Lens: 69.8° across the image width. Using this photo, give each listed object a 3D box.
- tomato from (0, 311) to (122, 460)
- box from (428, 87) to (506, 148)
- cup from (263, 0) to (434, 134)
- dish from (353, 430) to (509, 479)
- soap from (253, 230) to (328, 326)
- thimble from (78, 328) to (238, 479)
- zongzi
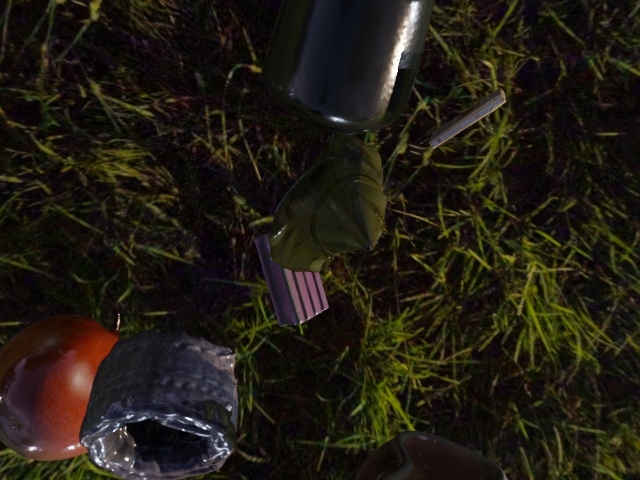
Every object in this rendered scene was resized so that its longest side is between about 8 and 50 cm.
[{"bbox_3d":[-0.463,0.264,0.833,0.255,0.224,0.256,5,109,15],"label":"tomato"},{"bbox_3d":[0.155,-0.129,0.486,0.083,0.046,0.012,-31,102,30],"label":"box"},{"bbox_3d":[0.026,-0.238,0.512,0.169,0.223,0.177,4,132,-14],"label":"cup"},{"bbox_3d":[0.091,0.228,0.372,0.213,0.213,0.090,8,96,-9],"label":"dish"},{"bbox_3d":[-0.061,0.072,0.991,0.065,0.122,0.203,-14,94,36],"label":"soap"},{"bbox_3d":[-0.156,0.167,0.465,0.150,0.098,0.150,-4,129,-5],"label":"thimble"},{"bbox_3d":[0.000,0.000,0.683,0.125,0.274,0.251,24,125,-19],"label":"zongzi"}]
